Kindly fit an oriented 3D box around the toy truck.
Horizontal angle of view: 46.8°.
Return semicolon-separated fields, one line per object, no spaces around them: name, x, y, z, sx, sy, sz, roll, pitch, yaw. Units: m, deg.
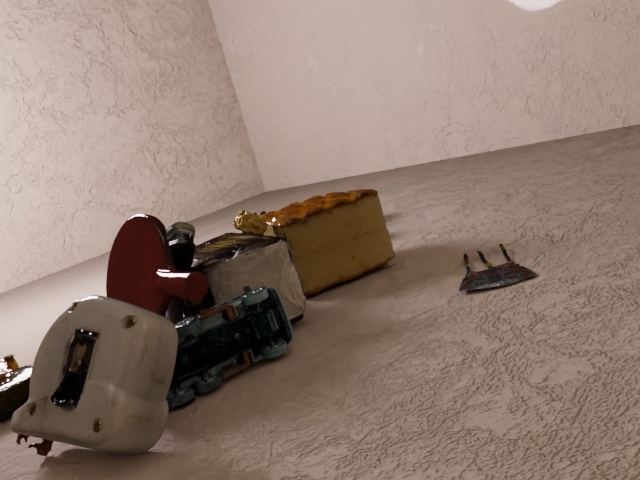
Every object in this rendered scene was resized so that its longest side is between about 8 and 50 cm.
toy truck;-0.215;0.194;1.381;0.306;0.136;0.162;-23;9;-30

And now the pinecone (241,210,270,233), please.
pinecone;-0.164;-0.015;2.408;0.165;0.162;0.163;5;19;27

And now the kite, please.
kite;0.361;0.057;1.565;0.152;0.015;0.285;-12;13;9

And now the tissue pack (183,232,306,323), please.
tissue pack;-0.203;0.102;1.675;0.210;0.198;0.370;-26;13;-23

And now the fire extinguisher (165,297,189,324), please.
fire extinguisher;-0.325;0.158;1.608;0.072;0.089;0.267;-12;31;-15

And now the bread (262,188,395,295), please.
bread;0.000;0.000;1.889;0.279;0.207;0.279;-22;10;-24

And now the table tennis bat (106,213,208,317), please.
table tennis bat;-0.350;0.078;1.505;0.051;0.267;0.415;6;-2;-37

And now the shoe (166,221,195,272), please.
shoe;-0.306;0.050;1.539;0.071;0.169;0.099;17;26;-32

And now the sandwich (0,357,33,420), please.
sandwich;-0.733;0.293;1.582;0.251;0.161;0.301;-19;12;-37

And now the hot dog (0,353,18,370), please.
hot dog;-0.816;0.330;1.806;0.072;0.055;0.188;-11;10;20

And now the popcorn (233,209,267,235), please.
popcorn;-0.169;-0.040;1.776;0.082;0.057;0.083;21;-6;-11

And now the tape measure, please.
tape measure;-0.359;0.221;1.178;0.258;0.265;0.130;-4;-20;37

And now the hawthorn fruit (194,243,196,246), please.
hawthorn fruit;-0.405;0.068;2.005;0.208;0.243;0.207;-10;27;5
